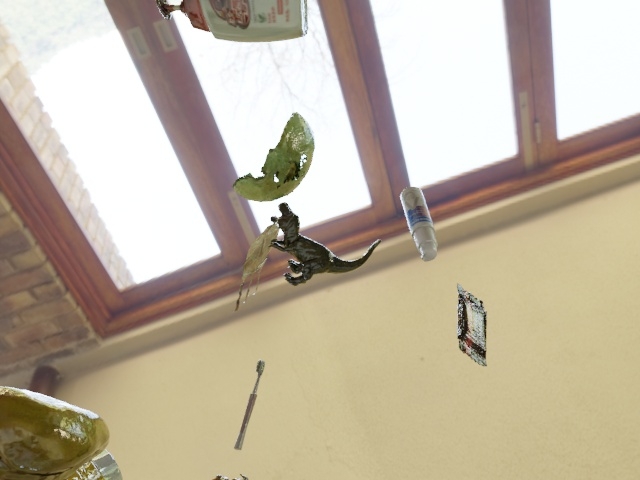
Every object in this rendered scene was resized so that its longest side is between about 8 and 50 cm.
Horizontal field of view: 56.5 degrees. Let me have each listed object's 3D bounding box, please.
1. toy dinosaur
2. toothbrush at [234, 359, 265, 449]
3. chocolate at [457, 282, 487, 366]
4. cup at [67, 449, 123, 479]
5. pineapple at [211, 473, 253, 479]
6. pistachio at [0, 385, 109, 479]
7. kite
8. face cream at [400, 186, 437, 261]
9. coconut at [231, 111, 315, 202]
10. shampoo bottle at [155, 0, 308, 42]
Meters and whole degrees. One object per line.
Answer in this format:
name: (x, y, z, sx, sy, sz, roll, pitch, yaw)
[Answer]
toy dinosaur: (0.000, 0.000, 1.113, 0.179, 0.187, 0.087, -31, -160, 13)
toothbrush: (-0.147, 0.342, 1.252, 0.014, 0.017, 0.194, -10, -128, 34)
chocolate: (0.302, 0.169, 1.198, 0.028, 0.086, 0.182, -39, -155, 38)
cup: (-0.389, 0.412, 0.848, 0.241, 0.185, 0.226, 33, -166, 14)
pineapple: (-0.126, 0.409, 0.778, 0.221, 0.221, 0.047, -39, -155, -27)
pistachio: (-0.327, 0.235, 0.697, 0.110, 0.189, 0.100, -14, -127, 28)
kite: (-0.132, 0.056, 1.229, 0.016, 0.229, 0.127, 34, -139, 14)
face cream: (0.140, -0.023, 0.837, 0.034, 0.034, 0.130, -14, -136, 7)
coconut: (-0.055, -0.119, 0.934, 0.055, 0.133, 0.158, 35, -83, 35)
shampoo bottle: (-0.165, -0.429, 1.062, 0.284, 0.153, 0.071, 0, -159, 10)
